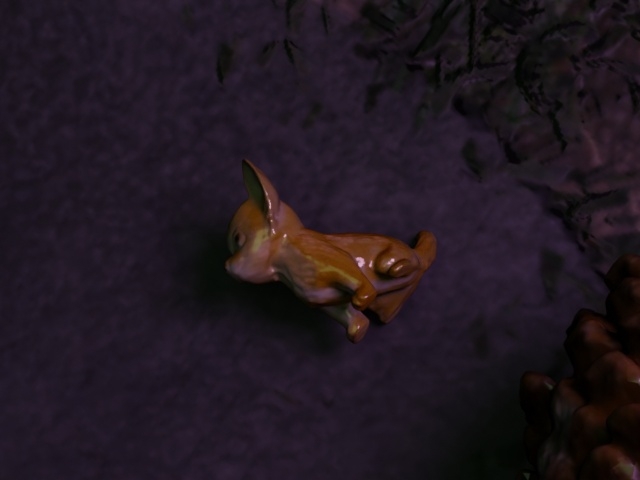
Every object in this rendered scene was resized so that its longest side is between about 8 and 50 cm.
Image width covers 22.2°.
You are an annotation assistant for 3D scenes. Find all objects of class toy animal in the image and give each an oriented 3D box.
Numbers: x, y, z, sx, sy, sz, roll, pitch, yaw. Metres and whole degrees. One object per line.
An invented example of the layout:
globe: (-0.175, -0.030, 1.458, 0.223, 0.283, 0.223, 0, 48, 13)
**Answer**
toy animal: (0.000, 0.000, 0.700, 0.083, 0.060, 0.081, 39, 65, 18)

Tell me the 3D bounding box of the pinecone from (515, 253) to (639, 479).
pinecone: (0.161, 0.075, 0.592, 0.185, 0.168, 0.212, 14, 74, 55)
